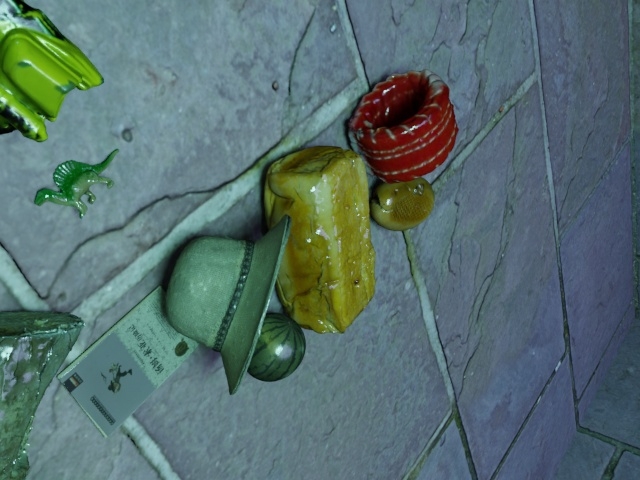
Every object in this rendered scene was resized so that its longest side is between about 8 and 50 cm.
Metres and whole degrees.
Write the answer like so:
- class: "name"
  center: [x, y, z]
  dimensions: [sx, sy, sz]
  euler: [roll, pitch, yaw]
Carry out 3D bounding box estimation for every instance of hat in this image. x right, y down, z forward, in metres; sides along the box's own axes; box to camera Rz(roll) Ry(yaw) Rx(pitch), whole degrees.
- class: "hat"
  center: [-0.140, 0.067, 0.853]
  dimensions: [0.130, 0.257, 0.257]
  euler: [19, 85, -8]

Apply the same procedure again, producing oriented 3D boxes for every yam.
- class: "yam"
  center: [-0.360, 0.183, 0.651]
  dimensions: [0.154, 0.153, 0.255]
  euler: [27, 84, -49]

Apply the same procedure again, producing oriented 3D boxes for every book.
- class: "book"
  center: [-0.256, 0.164, 0.858]
  dimensions: [0.182, 0.014, 0.127]
  euler: [-46, 132, -31]

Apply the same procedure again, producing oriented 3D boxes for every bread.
- class: "bread"
  center: [0.000, 0.000, 1.013]
  dimensions: [0.166, 0.132, 0.295]
  euler: [-33, 123, -40]
- class: "bread"
  center: [0.154, -0.076, 1.211]
  dimensions: [0.189, 0.077, 0.114]
  euler: [0, 121, -50]

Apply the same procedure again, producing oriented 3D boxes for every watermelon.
- class: "watermelon"
  center: [-0.086, 0.178, 0.999]
  dimensions: [0.133, 0.105, 0.105]
  euler: [-42, 144, 20]

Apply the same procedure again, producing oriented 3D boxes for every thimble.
- class: "thimble"
  center: [0.151, -0.203, 1.102]
  dimensions: [0.190, 0.163, 0.125]
  euler: [-50, 136, -19]

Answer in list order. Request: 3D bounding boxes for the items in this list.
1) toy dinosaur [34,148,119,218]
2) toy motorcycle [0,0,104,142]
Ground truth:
- class: "toy dinosaur"
  center: [-0.285, -0.075, 0.751]
  dimensions: [0.060, 0.029, 0.120]
  euler: [46, 63, -27]
- class: "toy motorcycle"
  center: [-0.333, -0.257, 0.557]
  dimensions: [0.206, 0.142, 0.342]
  euler: [-27, 130, 4]
